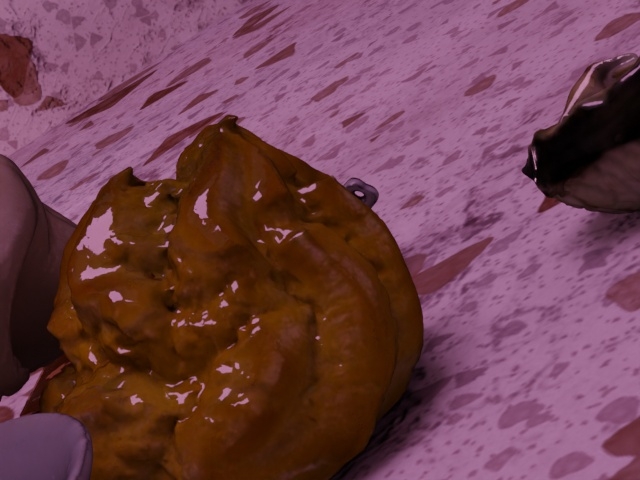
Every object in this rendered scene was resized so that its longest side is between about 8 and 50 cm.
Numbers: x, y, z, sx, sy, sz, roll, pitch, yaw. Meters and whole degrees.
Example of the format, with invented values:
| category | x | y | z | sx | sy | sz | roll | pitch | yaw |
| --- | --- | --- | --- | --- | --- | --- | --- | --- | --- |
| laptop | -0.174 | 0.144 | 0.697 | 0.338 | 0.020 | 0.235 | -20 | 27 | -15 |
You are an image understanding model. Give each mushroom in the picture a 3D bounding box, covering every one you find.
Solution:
| category | x | y | z | sx | sy | sz | roll | pitch | yaw |
| --- | --- | --- | --- | --- | --- | --- | --- | --- | --- |
| mushroom | 0.302 | -0.135 | 1.296 | 0.247 | 0.130 | 0.344 | -39 | 7 | 42 |

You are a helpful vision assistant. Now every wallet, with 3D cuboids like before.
| category | x | y | z | sx | sy | sz | roll | pitch | yaw |
| --- | --- | --- | --- | --- | --- | --- | --- | --- | --- |
| wallet | -0.261 | 0.142 | 1.664 | 0.095 | 0.026 | 0.176 | -23 | 19 | 11 |

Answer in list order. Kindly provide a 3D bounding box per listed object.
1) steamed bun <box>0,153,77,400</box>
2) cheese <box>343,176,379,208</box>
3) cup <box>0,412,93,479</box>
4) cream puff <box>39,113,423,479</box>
| category | x | y | z | sx | sy | sz | roll | pitch | yaw |
| --- | --- | --- | --- | --- | --- | --- | --- | --- | --- |
| steamed bun | -0.385 | 0.045 | 1.332 | 0.367 | 0.255 | 0.342 | -26 | 10 | 17 |
| cheese | 0.005 | 0.005 | 1.471 | 0.171 | 0.092 | 0.048 | -29 | 30 | 34 |
| cup | -0.255 | 0.282 | 1.010 | 0.347 | 0.163 | 0.347 | -28 | 17 | 9 |
| cream puff | -0.097 | 0.066 | 1.199 | 0.324 | 0.257 | 0.291 | -24 | 15 | 26 |
